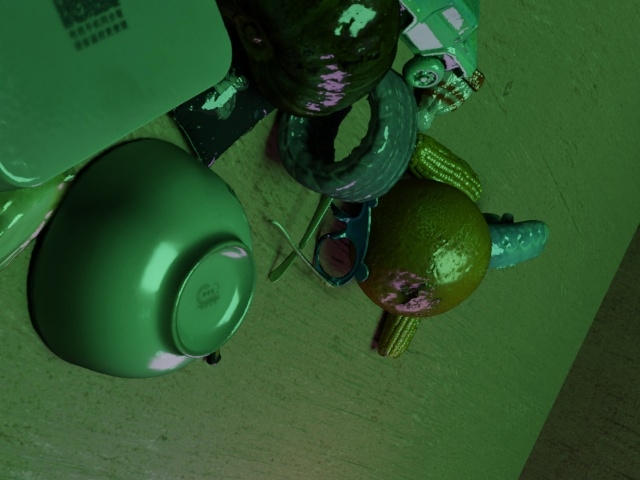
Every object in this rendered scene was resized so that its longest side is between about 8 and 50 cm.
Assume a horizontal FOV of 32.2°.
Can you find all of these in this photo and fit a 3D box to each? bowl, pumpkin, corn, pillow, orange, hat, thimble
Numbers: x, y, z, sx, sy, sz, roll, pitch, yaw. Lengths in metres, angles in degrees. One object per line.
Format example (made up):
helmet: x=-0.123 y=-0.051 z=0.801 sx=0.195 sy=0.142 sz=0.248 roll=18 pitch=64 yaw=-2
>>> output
bowl: x=-0.213 y=0.050 z=1.556 sx=0.354 sy=0.185 sz=0.354 roll=-36 pitch=138 yaw=-41
pumpkin: x=0.009 y=-0.329 z=1.507 sx=0.242 sy=0.232 sz=0.325 roll=-51 pitch=123 yaw=-28
corn: x=0.189 y=0.145 z=2.358 sx=0.080 sy=0.080 sz=0.231 roll=19 pitch=93 yaw=-60
pillow: x=-0.117 y=-0.213 z=1.622 sx=0.208 sy=0.055 sz=0.141 roll=-41 pitch=137 yaw=-11
orange: x=0.185 y=0.014 z=2.073 sx=0.274 sy=0.274 sz=0.274 roll=-36 pitch=138 yaw=-41
corn: x=0.239 y=-0.137 z=2.222 sx=0.313 sy=0.102 sz=0.102 roll=24 pitch=90 yaw=-59
hat: x=0.230 y=-0.277 z=2.125 sx=0.112 sy=0.093 sz=0.162 roll=35 pitch=86 yaw=-33
thimble: x=0.050 y=-0.182 z=1.804 sx=0.172 sy=0.205 sz=0.236 roll=10 pitch=87 yaw=-63

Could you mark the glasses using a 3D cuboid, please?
glasses: x=-0.017 y=-0.017 z=1.948 sx=0.207 sy=0.102 sz=0.239 roll=-4 pitch=119 yaw=-26

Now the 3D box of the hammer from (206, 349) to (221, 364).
hammer: x=-0.173 y=0.117 z=1.825 sx=0.078 sy=0.021 sz=0.201 roll=-23 pitch=128 yaw=-49

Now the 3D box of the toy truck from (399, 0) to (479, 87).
toy truck: x=0.157 y=-0.368 z=1.720 sx=0.279 sy=0.156 sz=0.155 roll=38 pitch=46 yaw=-45

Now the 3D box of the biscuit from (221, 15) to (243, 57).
biscuit: x=-0.108 y=-0.321 z=1.622 sx=0.138 sy=0.031 sz=0.205 roll=-37 pitch=141 yaw=-40

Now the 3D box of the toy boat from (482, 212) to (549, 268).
toy boat: x=0.358 y=-0.025 z=2.383 sx=0.330 sy=0.215 sz=0.123 roll=-13 pitch=110 yaw=-47

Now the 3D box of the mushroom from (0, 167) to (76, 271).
mushroom: x=-0.448 y=-0.007 z=1.224 sx=0.212 sy=0.217 sz=0.292 roll=41 pitch=52 yaw=-13

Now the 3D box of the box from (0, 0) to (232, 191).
box: x=-0.291 y=-0.284 z=1.197 sx=0.367 sy=0.090 sz=0.373 roll=-38 pitch=114 yaw=-41
